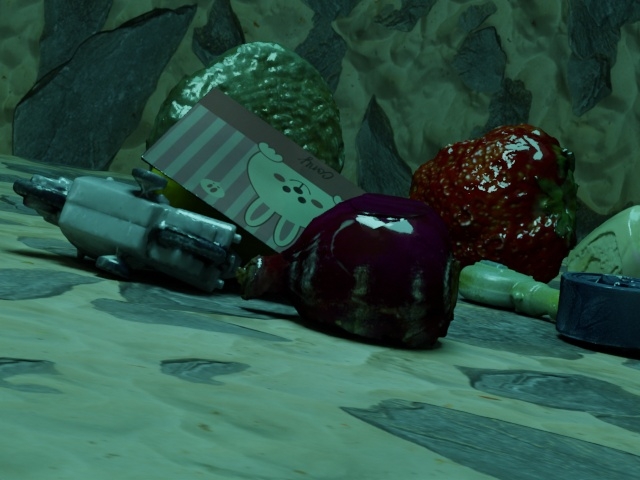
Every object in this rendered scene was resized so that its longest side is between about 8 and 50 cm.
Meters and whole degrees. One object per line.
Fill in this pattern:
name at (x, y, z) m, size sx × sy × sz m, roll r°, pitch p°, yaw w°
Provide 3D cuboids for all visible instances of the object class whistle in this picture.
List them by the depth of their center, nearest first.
whistle at (0.260, 0.065, 2.012) m, size 0.104 × 0.057 × 0.198 m, roll 7°, pitch 4°, yaw -35°

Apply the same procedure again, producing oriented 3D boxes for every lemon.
lemon at (-0.106, -0.046, 1.792) m, size 0.203 × 0.178 × 0.178 m, roll 13°, pitch 2°, yaw -25°

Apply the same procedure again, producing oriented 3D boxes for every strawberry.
strawberry at (0.262, -0.052, 2.407) m, size 0.276 × 0.257 × 0.257 m, roll 1°, pitch 1°, yaw 17°

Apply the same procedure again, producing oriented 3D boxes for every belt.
belt at (0.342, 0.082, 1.790) m, size 0.141 × 0.082 × 0.190 m, roll 7°, pitch 4°, yaw 3°

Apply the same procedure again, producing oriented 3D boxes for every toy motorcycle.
toy motorcycle at (-0.196, -0.012, 1.664) m, size 0.260 × 0.110 × 0.171 m, roll 17°, pitch -5°, yaw 24°

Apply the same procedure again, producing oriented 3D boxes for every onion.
onion at (0.026, 0.025, 1.514) m, size 0.218 × 0.140 × 0.195 m, roll 7°, pitch 10°, yaw 10°

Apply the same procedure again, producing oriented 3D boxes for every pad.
pad at (-0.032, -0.046, 1.693) m, size 0.299 × 0.005 × 0.202 m, roll 35°, pitch 34°, yaw 1°

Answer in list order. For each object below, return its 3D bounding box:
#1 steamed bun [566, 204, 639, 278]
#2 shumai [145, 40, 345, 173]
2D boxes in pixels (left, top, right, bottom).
steamed bun at (0.438, 0.053, 1.996) m, size 0.238 × 0.153 × 0.170 m, roll 8°, pitch -34°, yaw -39°
shumai at (-0.143, -0.136, 2.371) m, size 0.309 × 0.304 × 0.263 m, roll 10°, pitch -8°, yaw -25°
